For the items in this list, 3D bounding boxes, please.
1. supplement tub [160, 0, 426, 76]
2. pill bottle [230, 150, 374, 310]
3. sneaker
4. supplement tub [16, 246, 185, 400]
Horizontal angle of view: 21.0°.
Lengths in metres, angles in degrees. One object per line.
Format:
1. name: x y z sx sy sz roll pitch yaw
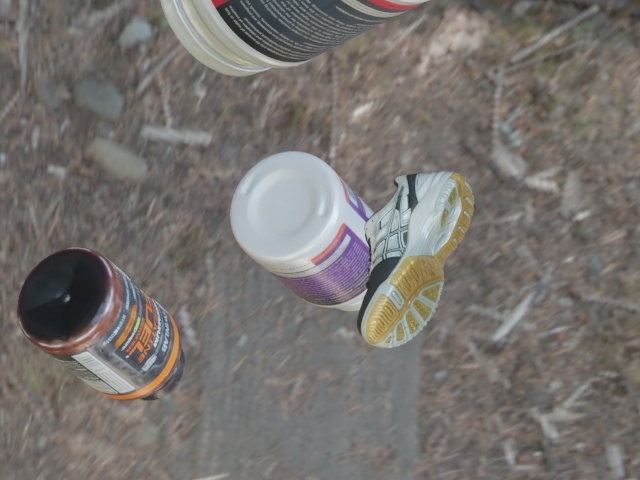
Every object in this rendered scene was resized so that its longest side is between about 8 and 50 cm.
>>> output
1. supplement tub: -0.012 -0.281 1.674 0.191 0.272 0.191 18 63 -39
2. pill bottle: 0.000 0.000 1.599 0.108 0.193 0.108 -8 68 19
3. sneaker: 0.031 0.008 0.697 0.037 0.032 0.083 8 55 35
4. supplement tub: -0.200 0.088 1.643 0.106 0.198 0.106 -9 64 18
